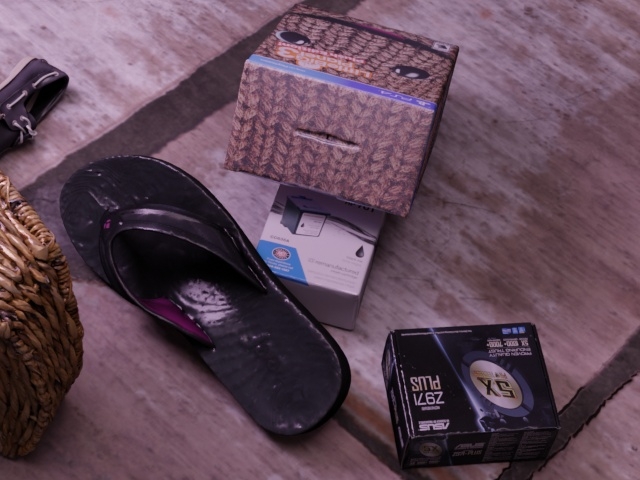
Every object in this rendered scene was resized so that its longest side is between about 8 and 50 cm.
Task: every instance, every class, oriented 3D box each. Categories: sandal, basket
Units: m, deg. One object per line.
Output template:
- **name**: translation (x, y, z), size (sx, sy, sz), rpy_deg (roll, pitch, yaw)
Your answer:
- **sandal**: translation (-0.146, 0.045, 1.854), size (0.446, 0.107, 0.167), rpy_deg (40, 100, 21)
- **basket**: translation (-0.347, 0.066, 1.734), size (0.213, 0.299, 0.223), rpy_deg (18, 53, 6)

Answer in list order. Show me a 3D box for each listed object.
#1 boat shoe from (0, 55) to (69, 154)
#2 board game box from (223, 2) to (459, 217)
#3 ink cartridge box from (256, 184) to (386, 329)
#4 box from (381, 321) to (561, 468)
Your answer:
- **boat shoe**: translation (-0.390, -0.161, 2.045), size (0.065, 0.075, 0.206), rpy_deg (18, 48, 10)
- **board game box**: translation (0.033, -0.170, 1.992), size (0.232, 0.141, 0.291), rpy_deg (15, 24, 4)
- **ink cartridge box**: translation (0.000, 0.000, 1.969), size (0.139, 0.082, 0.190), rpy_deg (15, 54, 4)
- **box**: translation (0.172, 0.180, 1.857), size (0.180, 0.077, 0.147), rpy_deg (-2, 54, -9)
